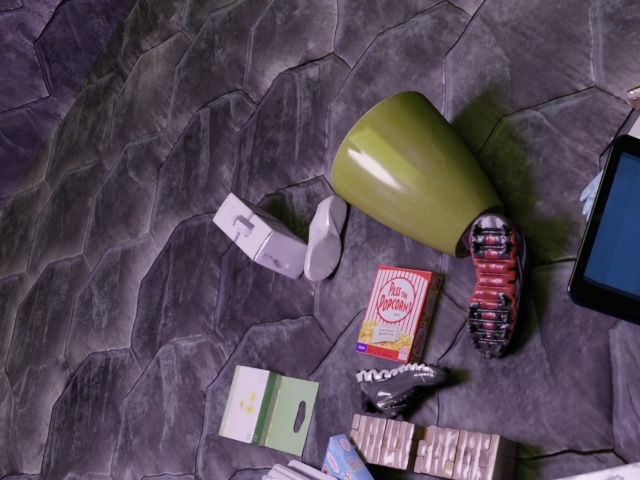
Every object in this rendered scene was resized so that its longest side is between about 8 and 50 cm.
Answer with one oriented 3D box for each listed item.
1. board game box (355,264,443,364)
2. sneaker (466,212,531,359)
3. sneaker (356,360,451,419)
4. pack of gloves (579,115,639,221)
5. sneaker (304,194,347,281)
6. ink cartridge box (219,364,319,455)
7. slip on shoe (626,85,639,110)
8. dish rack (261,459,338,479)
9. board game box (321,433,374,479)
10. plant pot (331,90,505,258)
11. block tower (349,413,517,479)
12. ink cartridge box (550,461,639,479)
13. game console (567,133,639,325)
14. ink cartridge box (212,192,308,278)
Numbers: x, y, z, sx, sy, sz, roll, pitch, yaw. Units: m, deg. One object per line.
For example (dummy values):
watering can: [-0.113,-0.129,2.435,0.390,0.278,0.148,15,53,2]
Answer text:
board game box: [0.163,0.155,1.794,0.147,0.045,0.193,6,75,46]
sneaker: [0.340,0.083,1.621,0.098,0.135,0.276,5,98,33]
sneaker: [0.164,0.301,1.706,0.234,0.078,0.106,-16,63,44]
pack of gloves: [0.570,-0.107,1.518,0.232,0.046,0.195,-56,44,9]
sneaker: [0.000,0.000,2.019,0.094,0.080,0.212,-11,57,54]
ink cartridge box: [-0.121,0.384,1.962,0.235,0.056,0.171,0,71,47]
slip on shoe: [0.623,-0.277,1.551,0.135,0.051,0.041,-23,96,26]
dish rack: [-0.072,0.589,1.706,0.333,0.072,0.285,165,119,-69]
board game box: [0.048,0.510,1.675,0.160,0.039,0.211,51,139,45]
plant pot: [0.219,-0.105,1.735,0.293,0.275,0.275,45,105,28]
block tower: [0.208,0.394,1.606,0.335,0.097,0.091,-3,70,46]
ink cartridge box: [0.491,0.468,1.316,0.275,0.060,0.239,-25,54,35]
game console: [0.573,0.002,1.357,0.250,0.173,0.293,15,88,48]
ink cartridge box: [-0.138,-0.011,2.085,0.092,0.158,0.218,-56,44,8]
